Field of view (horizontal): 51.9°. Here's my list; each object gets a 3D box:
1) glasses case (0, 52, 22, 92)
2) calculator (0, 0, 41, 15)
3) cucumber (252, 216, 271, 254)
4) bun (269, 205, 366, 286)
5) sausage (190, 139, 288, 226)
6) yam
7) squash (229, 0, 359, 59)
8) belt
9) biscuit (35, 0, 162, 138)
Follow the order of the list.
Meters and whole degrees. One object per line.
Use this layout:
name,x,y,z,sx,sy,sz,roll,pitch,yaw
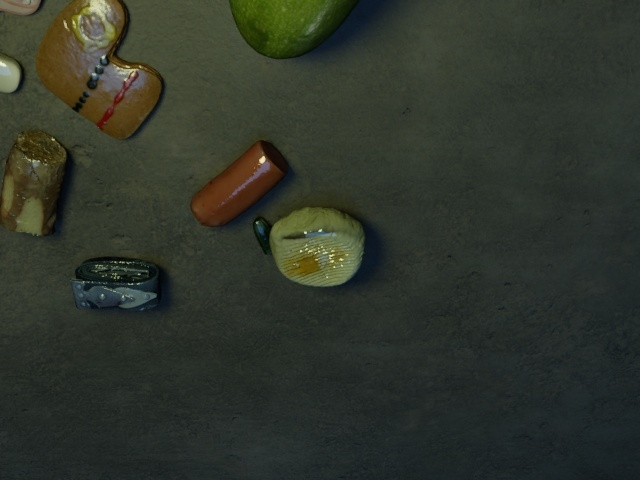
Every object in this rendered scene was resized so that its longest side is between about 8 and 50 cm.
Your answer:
glasses case,-0.753,-0.387,1.424,0.204,0.051,0.081,22,119,-15
calculator,-0.640,-0.610,1.302,0.220,0.048,0.330,16,122,-13
cucumber,-0.144,-0.014,1.675,0.048,0.048,0.105,-21,120,10
bun,0.000,0.000,1.633,0.243,0.153,0.244,1,139,1
sausage,-0.201,-0.123,1.575,0.259,0.114,0.113,-38,115,18
yam,-0.675,-0.127,1.547,0.128,0.129,0.238,35,119,18
squash,-0.073,-0.503,1.258,0.310,0.310,0.309,29,123,-18
belt,-0.518,0.124,1.702,0.218,0.122,0.129,2,123,4
biscuit,-0.467,-0.379,1.441,0.262,0.052,0.277,-40,115,20
